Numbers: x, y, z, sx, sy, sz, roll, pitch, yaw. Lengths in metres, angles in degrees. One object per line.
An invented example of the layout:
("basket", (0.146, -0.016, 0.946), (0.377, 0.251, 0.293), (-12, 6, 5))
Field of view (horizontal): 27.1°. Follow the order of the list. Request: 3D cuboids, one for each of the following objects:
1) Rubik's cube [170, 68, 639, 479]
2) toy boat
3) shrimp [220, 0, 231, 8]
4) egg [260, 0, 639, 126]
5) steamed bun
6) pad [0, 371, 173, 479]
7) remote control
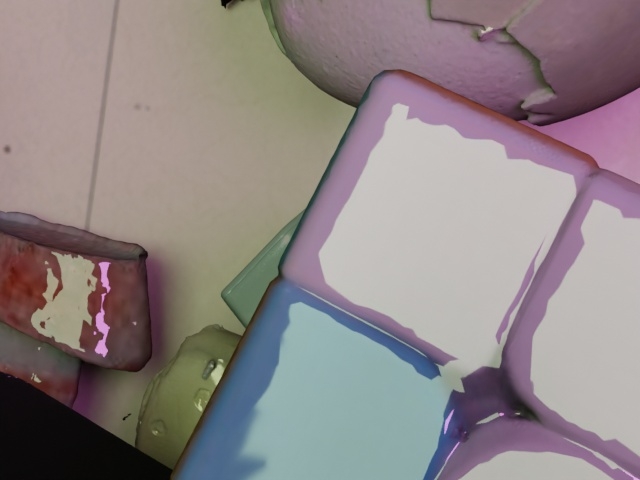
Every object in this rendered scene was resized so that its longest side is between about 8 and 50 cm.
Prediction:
("Rubik's cube", (0.138, 0.156, 0.716), (0.347, 0.344, 0.346), (27, 93, 20))
("toy boat", (-0.222, 0.128, 0.980), (0.206, 0.096, 0.282), (12, 99, 25))
("shrimp", (-0.004, -0.211, 0.969), (0.161, 0.034, 0.091), (-35, 75, 9))
("egg", (0.117, -0.205, 0.804), (0.336, 0.278, 0.278), (-41, 73, 11))
("steamed bun", (-0.060, 0.125, 0.910), (0.112, 0.091, 0.130), (29, 114, 19))
("pad", (-0.289, 0.138, 0.865), (0.375, 0.315, 0.063), (-20, 50, 26))
("remote control", (0.000, 0.000, 0.935), (0.162, 0.029, 0.061), (-47, 55, 6))
